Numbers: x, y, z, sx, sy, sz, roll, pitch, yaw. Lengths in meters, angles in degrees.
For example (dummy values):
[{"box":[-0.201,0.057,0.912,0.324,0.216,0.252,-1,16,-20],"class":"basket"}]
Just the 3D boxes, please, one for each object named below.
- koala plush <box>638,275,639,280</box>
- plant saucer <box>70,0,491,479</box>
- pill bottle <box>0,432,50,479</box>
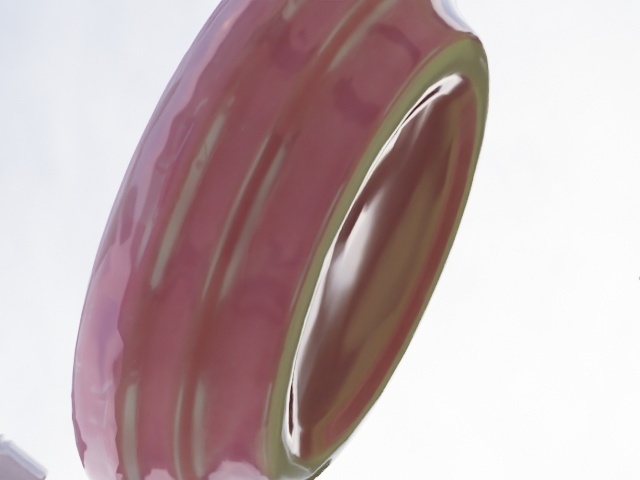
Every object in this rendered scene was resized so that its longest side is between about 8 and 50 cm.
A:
[{"box":[0.231,0.056,0.478,0.221,0.196,0.203,64,-161,1],"class":"koala plush"},{"box":[0.000,0.000,0.737,0.332,0.084,0.332,-54,-21,-32],"class":"plant saucer"},{"box":[-0.251,0.095,0.737,0.119,0.208,0.119,-52,2,3],"class":"pill bottle"}]
